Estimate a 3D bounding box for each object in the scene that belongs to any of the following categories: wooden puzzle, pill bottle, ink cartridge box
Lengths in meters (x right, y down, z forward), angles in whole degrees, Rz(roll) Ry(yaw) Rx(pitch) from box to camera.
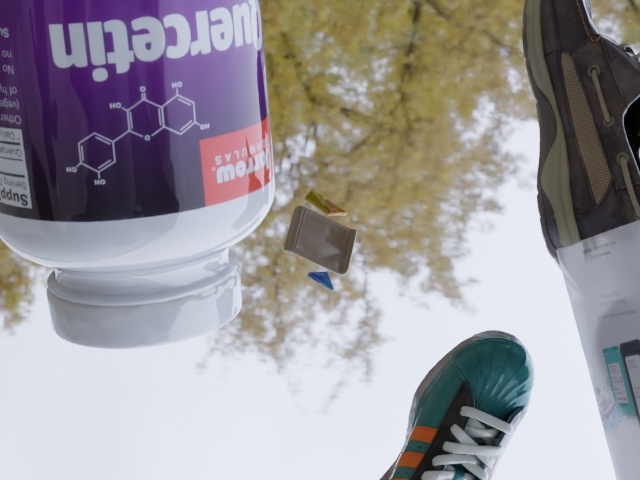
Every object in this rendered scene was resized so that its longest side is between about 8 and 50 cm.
[{"bbox_3d":[0.000,0.000,1.224,0.014,0.078,0.116,-59,-174,46],"label":"wooden puzzle"},{"bbox_3d":[-0.123,-0.106,0.702,0.181,0.181,0.323,19,-61,53],"label":"pill bottle"},{"bbox_3d":[0.352,0.104,0.959,0.197,0.198,0.270,139,-62,-78],"label":"ink cartridge box"}]

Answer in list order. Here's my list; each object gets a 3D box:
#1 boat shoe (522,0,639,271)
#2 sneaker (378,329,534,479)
[{"bbox_3d":[0.290,-0.135,1.179,0.130,0.132,0.356,-9,-105,23],"label":"boat shoe"},{"bbox_3d":[0.115,0.230,1.063,0.302,0.108,0.121,-61,-165,12],"label":"sneaker"}]
